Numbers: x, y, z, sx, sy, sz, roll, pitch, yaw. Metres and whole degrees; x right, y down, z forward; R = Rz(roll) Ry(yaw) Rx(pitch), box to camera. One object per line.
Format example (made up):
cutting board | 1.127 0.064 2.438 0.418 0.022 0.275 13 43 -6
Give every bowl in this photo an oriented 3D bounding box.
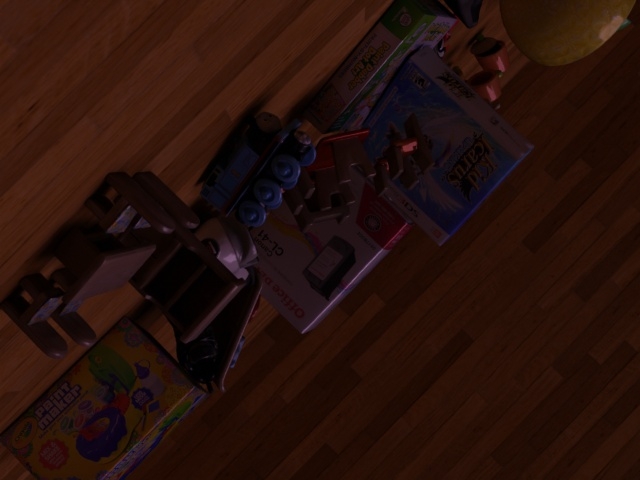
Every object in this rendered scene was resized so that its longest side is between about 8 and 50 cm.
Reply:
bowl | 0.432 -0.488 1.861 0.156 0.289 0.289 23 119 -37

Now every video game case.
video game case | 0.193 -0.153 1.700 0.061 0.244 0.269 -41 172 -39

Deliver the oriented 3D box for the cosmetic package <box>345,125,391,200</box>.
cosmetic package | 0.141 -0.188 2.027 0.151 0.151 0.183 -43 172 -18

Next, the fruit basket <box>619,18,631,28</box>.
fruit basket | 0.561 -0.573 2.013 0.353 0.165 0.327 -59 -153 22

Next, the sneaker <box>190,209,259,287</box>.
sneaker | -0.187 0.033 1.606 0.146 0.122 0.330 -26 171 -9

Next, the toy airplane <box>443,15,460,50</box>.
toy airplane | 0.230 -0.383 1.927 0.151 0.028 0.151 -43 173 -7

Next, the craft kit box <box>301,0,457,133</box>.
craft kit box | 0.102 -0.288 1.629 0.246 0.061 0.250 -51 172 21

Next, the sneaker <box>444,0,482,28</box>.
sneaker | 0.255 -0.421 1.608 0.130 0.087 0.227 -40 168 5

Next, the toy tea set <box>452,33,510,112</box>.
toy tea set | 0.309 -0.360 2.227 0.200 0.124 0.336 -11 -146 31

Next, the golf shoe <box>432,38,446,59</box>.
golf shoe | 0.198 -0.332 1.833 0.094 0.077 0.198 -48 173 5

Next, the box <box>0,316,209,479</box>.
box | -0.372 0.310 1.778 0.290 0.177 0.279 -45 172 -8

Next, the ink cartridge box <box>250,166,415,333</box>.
ink cartridge box | 0.000 0.000 1.971 0.306 0.226 0.131 -47 173 7

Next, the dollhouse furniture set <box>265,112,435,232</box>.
dollhouse furniture set | 0.010 -0.118 1.602 0.262 0.135 0.259 -13 166 -18

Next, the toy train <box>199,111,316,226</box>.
toy train | -0.085 -0.099 1.378 0.184 0.105 0.080 -50 -179 39

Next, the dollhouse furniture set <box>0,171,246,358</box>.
dollhouse furniture set | -0.217 0.047 1.214 0.212 0.161 0.242 -47 173 14

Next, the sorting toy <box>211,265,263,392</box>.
sorting toy | -0.181 0.135 1.878 0.307 0.041 0.229 30 -78 68

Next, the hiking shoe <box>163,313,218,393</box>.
hiking shoe | -0.213 0.152 1.713 0.086 0.114 0.226 -24 126 -18
